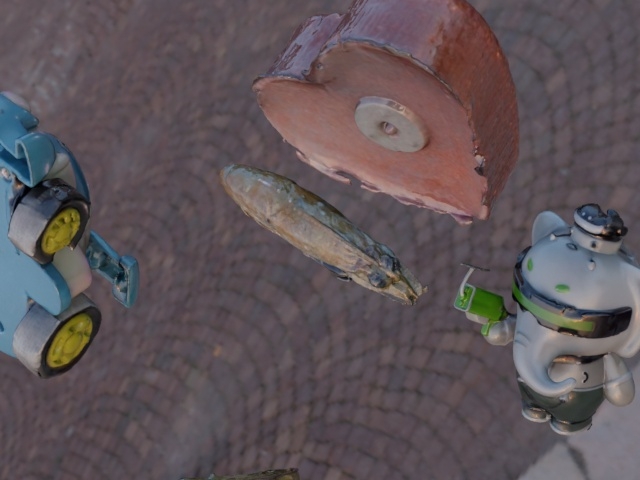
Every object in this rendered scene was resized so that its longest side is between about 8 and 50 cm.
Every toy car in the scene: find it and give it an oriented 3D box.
[{"bbox_3d":[-0.152,-0.023,0.660,0.098,0.126,0.162,-39,-27,-42],"label":"toy car"}]

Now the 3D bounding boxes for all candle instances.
[{"bbox_3d":[0.100,-0.145,1.355,0.131,0.287,0.317,-57,15,-22],"label":"candle"}]

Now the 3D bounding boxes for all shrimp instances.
[{"bbox_3d":[0.000,0.000,1.145,0.223,0.126,0.047,33,77,21],"label":"shrimp"}]

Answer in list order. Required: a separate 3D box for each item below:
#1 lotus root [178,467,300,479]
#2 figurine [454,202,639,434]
[{"bbox_3d":[-0.090,0.313,1.418,0.159,0.135,0.095,-20,-3,5],"label":"lotus root"},{"bbox_3d":[0.193,0.059,0.982,0.147,0.126,0.192,31,125,39],"label":"figurine"}]
